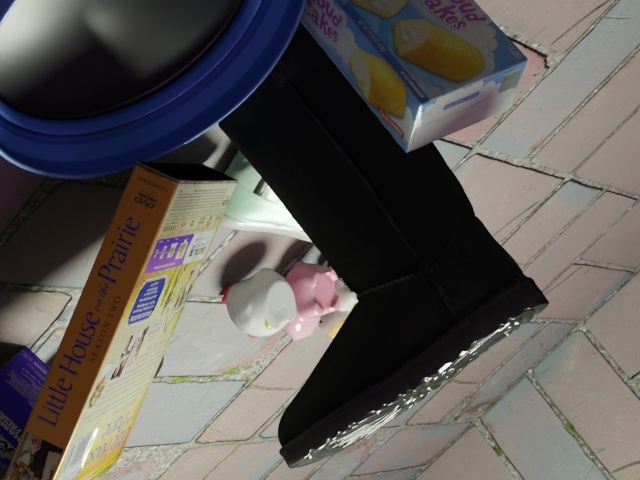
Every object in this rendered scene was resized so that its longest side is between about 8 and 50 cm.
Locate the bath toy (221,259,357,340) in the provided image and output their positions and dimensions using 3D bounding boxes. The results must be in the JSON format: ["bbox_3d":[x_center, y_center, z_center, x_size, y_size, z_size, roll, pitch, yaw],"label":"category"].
[{"bbox_3d":[-0.023,0.094,2.050,0.348,0.129,0.151,-7,98,-49],"label":"bath toy"}]

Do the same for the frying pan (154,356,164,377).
[{"bbox_3d":[-0.384,0.248,1.930,0.326,0.053,0.197,-35,155,2],"label":"frying pan"}]

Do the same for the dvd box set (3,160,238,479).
[{"bbox_3d":[-0.238,0.105,1.553,0.307,0.062,0.420,-20,134,-80],"label":"dvd box set"}]

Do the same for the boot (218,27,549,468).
[{"bbox_3d":[0.002,-0.001,1.540,0.367,0.445,0.146,-35,165,1],"label":"boot"}]

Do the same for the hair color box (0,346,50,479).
[{"bbox_3d":[-0.449,0.271,1.635,0.185,0.110,0.339,-45,-174,8],"label":"hair color box"}]

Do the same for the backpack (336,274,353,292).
[{"bbox_3d":[0.103,-0.017,1.954,0.188,0.166,0.144,-37,157,11],"label":"backpack"}]

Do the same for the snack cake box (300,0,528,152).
[{"bbox_3d":[0.093,-0.241,1.443,0.152,0.264,0.089,-25,152,-23],"label":"snack cake box"}]

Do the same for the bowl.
[{"bbox_3d":[-0.194,-0.228,1.328,0.391,0.077,0.391,-28,153,-16],"label":"bowl"}]

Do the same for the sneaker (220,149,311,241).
[{"bbox_3d":[-0.011,-0.079,1.741,0.256,0.094,0.151,2,136,-28],"label":"sneaker"}]
